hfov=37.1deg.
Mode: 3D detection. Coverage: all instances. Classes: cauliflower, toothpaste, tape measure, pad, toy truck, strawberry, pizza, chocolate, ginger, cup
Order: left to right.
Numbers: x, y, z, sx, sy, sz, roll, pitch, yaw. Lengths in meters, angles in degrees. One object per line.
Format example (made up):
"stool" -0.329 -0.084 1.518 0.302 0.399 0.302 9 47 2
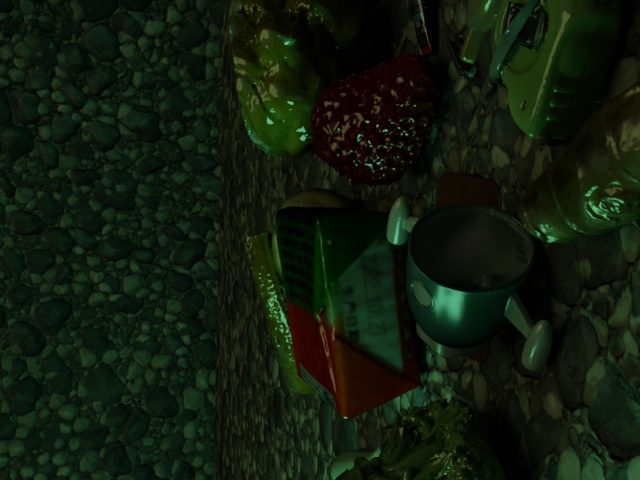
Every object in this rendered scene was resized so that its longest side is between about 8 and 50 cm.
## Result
"pizza" -0.064 0.091 2.175 0.406 0.130 0.440 -87 -15 -58
"chocolate" 0.040 0.103 1.703 0.360 0.161 0.341 -165 67 -76
"strawberry" 0.108 -0.208 1.572 0.244 0.205 0.205 -42 46 40
"cauliflower" 0.127 0.343 1.314 0.272 0.250 0.275 -109 29 -45
"toothpaste" 0.165 -0.398 1.562 0.071 0.045 0.193 -159 64 -82
"pad" 0.211 0.036 1.423 0.181 0.004 0.267 -157 68 -65
"toy truck" 0.210 -0.269 1.415 0.024 0.032 0.083 113 151 -45
"cup" 0.188 0.064 1.265 0.299 0.167 0.173 45 148 33
"tape measure" 0.262 -0.232 1.088 0.175 0.106 0.200 -118 33 -52
"ginger" 0.295 -0.071 0.973 0.116 0.109 0.263 68 160 13

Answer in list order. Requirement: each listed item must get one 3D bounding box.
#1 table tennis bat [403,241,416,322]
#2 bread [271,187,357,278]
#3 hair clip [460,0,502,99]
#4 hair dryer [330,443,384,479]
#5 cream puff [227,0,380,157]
"table tennis bat" 0.163 0.060 1.587 0.201 0.033 0.124 -113 29 -44
"bread" 0.000 0.000 1.932 0.105 0.213 0.213 25 -121 -64
"hair clip" 0.234 -0.293 1.282 0.159 0.071 0.218 131 141 -70
"hair dryer" 0.100 0.506 1.783 0.206 0.075 0.237 145 117 -63
"cream puff" -0.020 -0.342 1.827 0.378 0.275 0.378 -9 -90 -85
